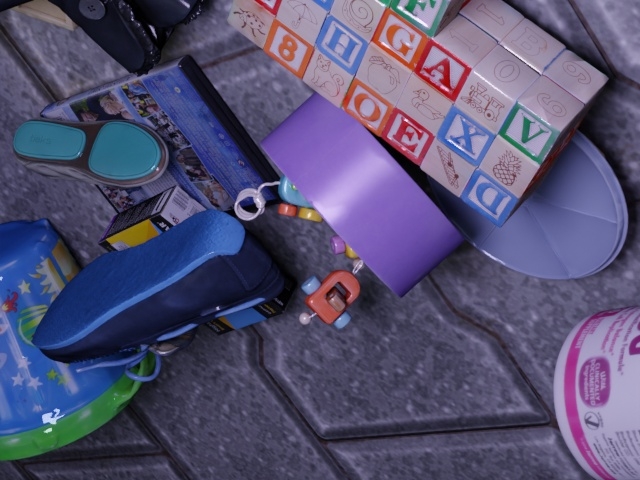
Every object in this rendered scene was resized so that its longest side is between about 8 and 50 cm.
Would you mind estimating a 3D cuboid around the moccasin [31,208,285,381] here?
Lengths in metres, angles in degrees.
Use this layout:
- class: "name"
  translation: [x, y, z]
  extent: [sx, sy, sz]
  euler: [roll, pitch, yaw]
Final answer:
- class: "moccasin"
  translation: [-0.174, 0.079, 1.725]
  extent: [0.117, 0.137, 0.342]
  euler: [38, 145, -26]

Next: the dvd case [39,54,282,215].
- class: "dvd case"
  translation: [-0.167, -0.092, 1.738]
  extent: [0.253, 0.022, 0.180]
  euler: [-12, 123, 47]

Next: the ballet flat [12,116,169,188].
- class: "ballet flat"
  translation: [-0.227, -0.089, 1.732]
  extent: [0.213, 0.072, 0.068]
  euler: [11, 164, 34]

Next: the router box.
- class: "router box"
  translation: [-0.132, 0.025, 1.791]
  extent: [0.179, 0.046, 0.133]
  euler: [39, 146, -21]

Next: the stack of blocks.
- class: "stack of blocks"
  translation: [0.080, -0.169, 1.353]
  extent: [0.297, 0.087, 0.171]
  euler: [38, 142, 10]

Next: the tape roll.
- class: "tape roll"
  translation: [0.037, -0.044, 1.481]
  extent: [0.189, 0.080, 0.189]
  euler: [48, -177, -4]

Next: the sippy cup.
- class: "sippy cup"
  translation: [-0.353, 0.104, 1.964]
  extent: [0.240, 0.306, 0.224]
  euler: [-120, 10, -67]

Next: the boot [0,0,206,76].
- class: "boot"
  translation: [-0.246, -0.219, 1.549]
  extent: [0.207, 0.094, 0.246]
  euler: [40, 127, -19]

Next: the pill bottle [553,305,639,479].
- class: "pill bottle"
  translation: [0.353, 0.123, 1.408]
  extent: [0.283, 0.160, 0.160]
  euler: [-13, 121, 47]

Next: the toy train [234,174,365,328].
- class: "toy train"
  translation: [0.000, 0.000, 1.610]
  extent: [0.166, 0.125, 0.046]
  euler: [52, 170, -12]

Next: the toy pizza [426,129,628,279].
- class: "toy pizza"
  translation: [0.183, -0.050, 1.473]
  extent: [0.201, 0.032, 0.201]
  euler: [25, 141, 22]

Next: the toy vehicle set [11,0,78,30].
- class: "toy vehicle set"
  translation: [-0.309, -0.334, 1.582]
  extent: [0.166, 0.035, 0.267]
  euler: [22, 142, 21]
